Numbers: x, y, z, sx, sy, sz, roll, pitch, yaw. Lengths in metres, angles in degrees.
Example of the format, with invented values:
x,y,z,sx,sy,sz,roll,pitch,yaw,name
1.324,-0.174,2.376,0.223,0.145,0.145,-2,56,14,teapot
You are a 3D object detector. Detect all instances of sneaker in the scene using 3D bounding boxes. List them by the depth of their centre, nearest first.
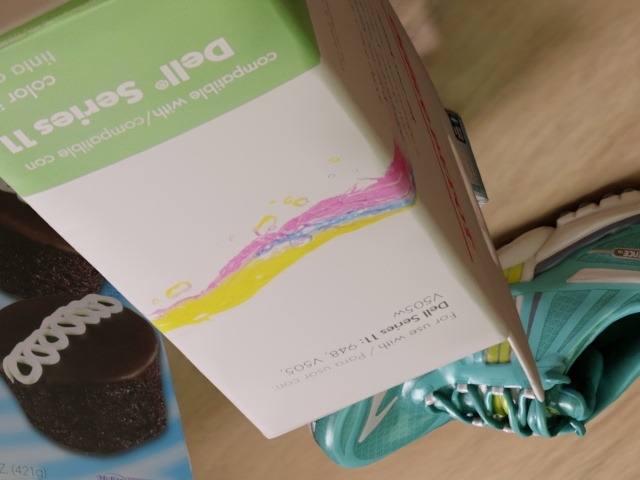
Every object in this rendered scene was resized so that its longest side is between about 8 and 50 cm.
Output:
x,y,z,sx,sy,sz,roll,pitch,yaw,name
0.111,0.066,1.061,0.275,0.110,0.107,-29,143,20,sneaker

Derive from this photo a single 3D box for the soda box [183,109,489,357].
x,y,z,sx,sy,sz,roll,pitch,yaw,name
0.000,0.000,0.971,0.063,0.058,0.183,19,134,-39,soda box

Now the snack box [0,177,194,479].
x,y,z,sx,sy,sz,roll,pitch,yaw,name
-0.221,0.036,0.823,0.322,0.187,0.060,10,138,-33,snack box

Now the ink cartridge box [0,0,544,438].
x,y,z,sx,sy,sz,roll,pitch,yaw,name
-0.034,-0.062,0.736,0.119,0.207,0.353,-24,144,11,ink cartridge box
